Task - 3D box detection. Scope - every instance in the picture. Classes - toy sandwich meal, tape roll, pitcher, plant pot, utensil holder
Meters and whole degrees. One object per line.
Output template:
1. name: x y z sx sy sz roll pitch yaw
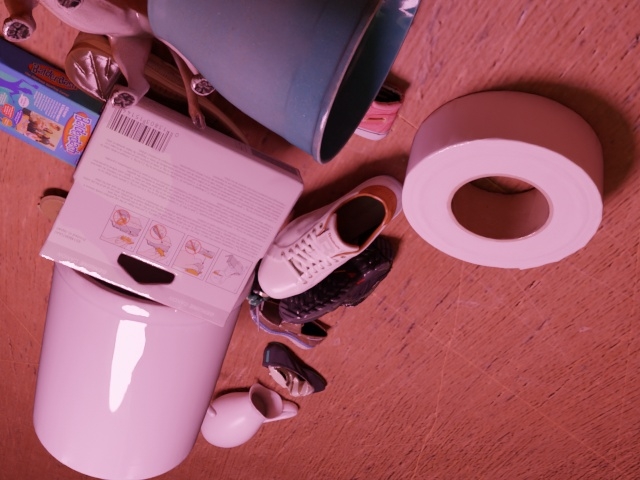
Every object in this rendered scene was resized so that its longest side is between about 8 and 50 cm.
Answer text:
1. toy sandwich meal: -0.486 -0.062 1.591 0.086 0.029 0.085 7 140 6
2. tape roll: 0.265 -0.080 1.236 0.286 0.100 0.286 9 143 7
3. pitcher: -0.174 0.429 2.067 0.207 0.125 0.178 -33 139 32
4. plant pot: -0.046 -0.267 0.985 0.255 0.271 0.271 29 145 8
5. utensil holder: -0.319 0.170 1.479 0.328 0.327 0.385 17 119 -3

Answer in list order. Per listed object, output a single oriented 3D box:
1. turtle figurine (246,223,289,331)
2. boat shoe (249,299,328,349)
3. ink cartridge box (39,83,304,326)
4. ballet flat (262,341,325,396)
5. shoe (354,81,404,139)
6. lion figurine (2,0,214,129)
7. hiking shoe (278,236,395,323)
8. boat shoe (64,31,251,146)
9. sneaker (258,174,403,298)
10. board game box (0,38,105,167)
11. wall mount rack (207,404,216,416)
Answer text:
1. turtle figurine: -0.069 0.067 1.526 0.175 0.118 0.234 -8 147 -42
2. boat shoe: -0.060 0.157 1.705 0.066 0.066 0.183 -27 137 37
3. ink cartridge box: -0.214 -0.043 1.228 0.296 0.066 0.261 25 108 -20
4. ballet flat: -0.063 0.305 1.889 0.074 0.074 0.203 -14 135 34
5. shoe: 0.026 -0.202 1.193 0.178 0.063 0.081 16 143 -10
6. lion figurine: -0.291 -0.309 1.077 0.142 0.240 0.392 -33 142 13
7. hiking shoe: 0.035 0.090 1.472 0.227 0.086 0.114 -29 146 -12
8. boat shoe: -0.224 -0.209 1.245 0.302 0.098 0.109 32 129 -25
9. sneaker: 0.000 0.000 1.338 0.290 0.123 0.106 -39 92 20
10. board game box: -0.449 -0.214 1.356 0.210 0.047 0.160 28 141 -17
11. wall mount rack: -0.396 0.290 1.939 0.304 0.130 0.350 -2 141 22
